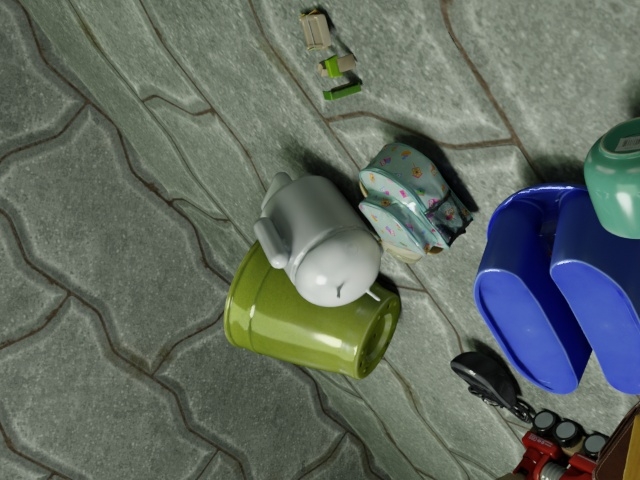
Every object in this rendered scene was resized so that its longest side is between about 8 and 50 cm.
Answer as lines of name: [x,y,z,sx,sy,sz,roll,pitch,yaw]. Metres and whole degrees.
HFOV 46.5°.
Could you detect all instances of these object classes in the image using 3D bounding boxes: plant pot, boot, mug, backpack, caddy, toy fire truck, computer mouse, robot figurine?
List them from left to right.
robot figurine: [0.000,0.000,1.618,0.353,0.299,0.200,56,136,35]
plant pot: [0.001,0.183,1.926,0.353,0.366,0.366,24,155,23]
boot: [0.144,-0.042,1.501,0.213,0.077,0.165,45,164,0]
backpack: [0.152,-0.073,1.310,0.166,0.144,0.188,25,151,59]
computer mouse: [0.398,0.327,1.768,0.188,0.072,0.272,24,165,44]
toy fire truck: [0.503,0.512,1.635,0.217,0.246,0.158,17,148,55]
caddy: [0.374,0.071,1.089,0.241,0.179,0.341,-9,127,41]
mug: [0.378,-0.086,0.840,0.097,0.157,0.129,58,-178,-28]

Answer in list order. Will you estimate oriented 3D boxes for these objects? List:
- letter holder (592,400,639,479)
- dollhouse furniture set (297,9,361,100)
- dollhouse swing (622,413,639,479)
letter holder: [0.627,0.451,1.285,0.302,0.214,0.152,38,160,21]
dollhouse furniture set: [0.020,-0.317,1.257,0.076,0.058,0.152,25,135,63]
dollhouse swing: [0.657,0.448,1.054,0.346,0.315,0.305,-13,133,48]
